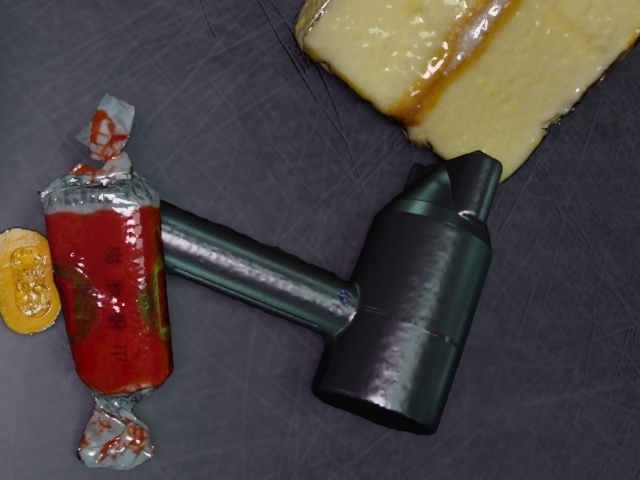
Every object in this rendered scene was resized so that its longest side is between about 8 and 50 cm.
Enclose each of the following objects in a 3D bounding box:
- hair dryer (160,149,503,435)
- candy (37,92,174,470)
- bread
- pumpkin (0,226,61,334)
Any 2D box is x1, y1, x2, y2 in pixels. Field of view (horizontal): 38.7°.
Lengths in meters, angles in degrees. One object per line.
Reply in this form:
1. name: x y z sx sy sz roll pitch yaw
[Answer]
1. hair dryer: 0.000 0.000 0.776 0.303 0.116 0.244 24 72 -15
2. candy: -0.158 0.036 0.691 0.086 0.059 0.292 -4 98 2
3. bread: 0.142 -0.198 0.815 0.263 0.198 0.236 33 78 -21
4. pumpkin: -0.228 0.030 0.694 0.050 0.028 0.083 -11 97 -28
